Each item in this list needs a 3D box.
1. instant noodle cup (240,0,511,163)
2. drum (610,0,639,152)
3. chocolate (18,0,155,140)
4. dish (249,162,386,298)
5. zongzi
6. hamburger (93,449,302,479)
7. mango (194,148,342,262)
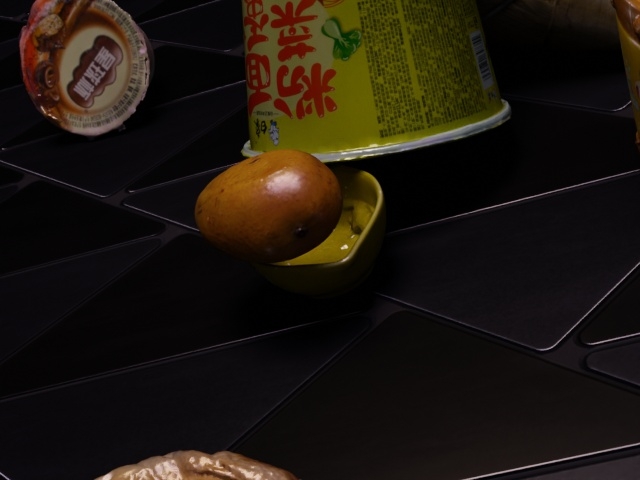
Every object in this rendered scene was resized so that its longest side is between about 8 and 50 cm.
[{"bbox_3d":[0.042,-0.222,1.285,0.311,0.221,0.311,-9,13,2],"label":"instant noodle cup"},{"bbox_3d":[0.477,-0.188,1.053,0.431,0.214,0.431,-15,31,9],"label":"drum"},{"bbox_3d":[-0.320,-0.258,1.708,0.221,0.221,0.147,-13,10,13],"label":"chocolate"},{"bbox_3d":[0.000,0.000,1.174,0.149,0.080,0.207,-27,32,-3],"label":"dish"},{"bbox_3d":[0.251,-0.272,1.440,0.160,0.360,0.323,-56,2,-22],"label":"zongzi"},{"bbox_3d":[-0.087,0.257,0.755,0.286,0.146,0.243,-18,36,-7],"label":"hamburger"},{"bbox_3d":[-0.055,-0.030,1.101,0.165,0.089,0.115,-9,39,31],"label":"mango"}]
